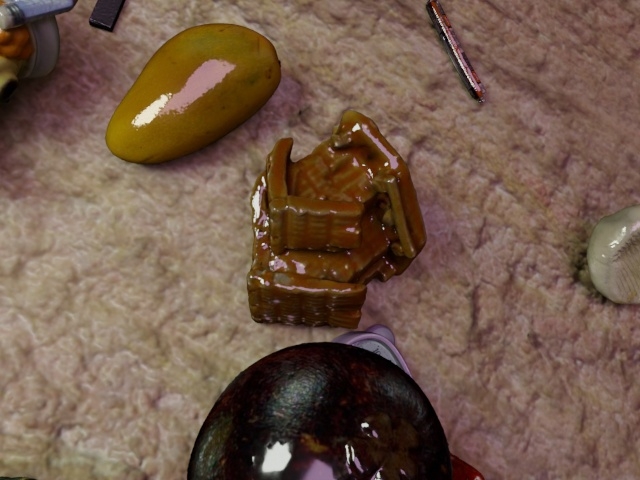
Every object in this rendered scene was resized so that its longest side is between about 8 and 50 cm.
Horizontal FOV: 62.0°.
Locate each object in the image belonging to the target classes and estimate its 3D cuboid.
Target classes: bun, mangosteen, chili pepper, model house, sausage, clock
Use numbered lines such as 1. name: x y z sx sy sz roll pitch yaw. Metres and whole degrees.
1. bun: 0.505 0.016 0.859 0.184 0.102 0.183 -4 115 -8
2. mangosteen: -0.006 0.247 0.567 0.288 0.288 0.287 3 79 -16
3. chili pepper: 0.153 0.291 0.664 0.065 0.169 0.088 16 73 -14
4. model house: 0.001 -0.001 0.667 0.219 0.199 0.229 45 66 8
5. sausage: 0.222 -0.314 0.876 0.028 0.025 0.198 -26 88 -35
6. clock: 0.082 0.190 0.723 0.110 0.050 0.152 -25 88 -20

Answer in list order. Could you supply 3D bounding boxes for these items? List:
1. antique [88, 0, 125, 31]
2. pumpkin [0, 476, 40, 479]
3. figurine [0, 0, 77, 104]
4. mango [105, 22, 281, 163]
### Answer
1. antique: -0.273 -0.376 0.742 0.031 0.015 0.191 19 75 -14
2. pumpkin: -0.321 0.331 0.523 0.191 0.146 0.190 1 102 3
3. figurine: -0.449 -0.167 0.578 0.225 0.205 0.381 30 92 -13
4. mango: -0.168 -0.192 0.690 0.253 0.113 0.138 -38 96 -13
